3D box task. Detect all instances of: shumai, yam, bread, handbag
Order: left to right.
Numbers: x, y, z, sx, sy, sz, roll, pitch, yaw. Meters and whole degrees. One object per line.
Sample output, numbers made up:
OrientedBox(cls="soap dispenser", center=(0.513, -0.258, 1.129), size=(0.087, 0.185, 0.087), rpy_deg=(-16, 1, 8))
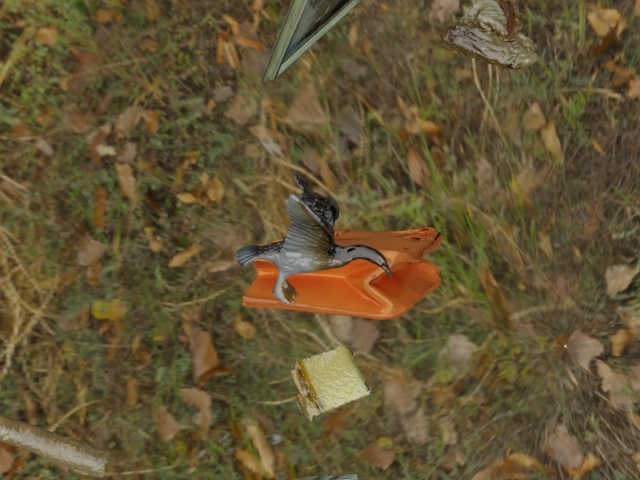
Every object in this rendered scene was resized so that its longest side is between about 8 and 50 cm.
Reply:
OrientedBox(cls="yam", center=(-0.601, 0.443, 2.073), size=(0.299, 0.066, 0.066), rpy_deg=(25, 90, -20))
OrientedBox(cls="bread", center=(0.016, 0.298, 1.926), size=(0.147, 0.152, 0.127), rpy_deg=(-20, 68, -8))
OrientedBox(cls="handbag", center=(0.054, 0.043, 1.725), size=(0.303, 0.410, 0.116), rpy_deg=(4, 97, 16))
OrientedBox(cls="shumai", center=(0.246, -0.301, 1.392), size=(0.139, 0.123, 0.105), rpy_deg=(-11, 109, 2))

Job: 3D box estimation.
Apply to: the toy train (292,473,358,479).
OrientedBox(cls="toy train", center=(-0.046, 0.456, 1.711), size=(0.233, 0.052, 0.051), rpy_deg=(-9, 86, 21))

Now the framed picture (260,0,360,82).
OrientedBox(cls="framed picture", center=(0.039, -0.317, 1.091), size=(0.019, 0.296, 0.232), rpy_deg=(42, 65, 3))

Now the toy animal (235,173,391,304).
OrientedBox(cls="toy animal", center=(-0.005, 0.014, 1.306), size=(0.197, 0.272, 0.160), rpy_deg=(40, 107, -12))
